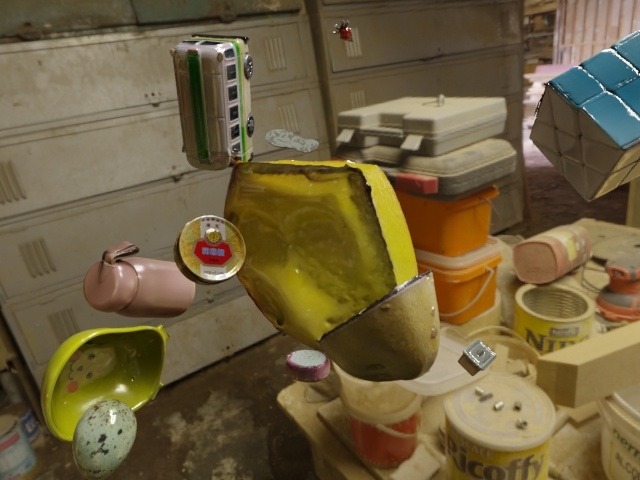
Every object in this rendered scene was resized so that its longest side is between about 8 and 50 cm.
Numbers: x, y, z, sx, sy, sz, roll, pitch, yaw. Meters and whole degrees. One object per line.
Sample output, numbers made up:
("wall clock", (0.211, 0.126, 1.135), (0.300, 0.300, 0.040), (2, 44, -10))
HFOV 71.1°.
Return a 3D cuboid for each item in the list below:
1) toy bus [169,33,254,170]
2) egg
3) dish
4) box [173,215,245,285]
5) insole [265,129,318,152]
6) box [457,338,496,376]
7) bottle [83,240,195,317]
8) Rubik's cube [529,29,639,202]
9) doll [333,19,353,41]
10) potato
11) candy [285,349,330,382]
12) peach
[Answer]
("toy bus", (-0.250, -0.316, 1.063), (0.143, 0.305, 0.179), (7, 30, 8))
("egg", (-0.318, 0.292, 0.659), (0.085, 0.110, 0.085), (4, -11, 1))
("dish", (-0.446, 0.261, 0.907), (0.108, 0.221, 0.262), (16, 11, 28))
("box", (-0.168, 0.016, 0.679), (0.106, 0.105, 0.037), (-26, -2, -38))
("insole", (-0.081, -0.271, 1.221), (0.193, 0.006, 0.065), (24, 64, 36))
("box", (0.529, 0.401, 1.523), (0.122, 0.062, 0.089), (-17, 52, -45))
("bottle", (-0.502, 0.116, 1.257), (0.173, 0.206, 0.297), (25, 1, 25))
("Rubik's cube", (0.631, -0.258, 0.968), (0.225, 0.221, 0.231), (-30, 65, 1))
("doll", (0.086, -0.741, 1.597), (0.039, 0.057, 0.114), (35, 8, 27))
("potato", (0.099, 0.131, 0.603), (0.182, 0.117, 0.202), (-21, -15, -35))
("candy", (-0.029, 0.285, 1.018), (0.103, 0.043, 0.103), (3, 10, -1))
("peach", (0.000, 0.000, 0.831), (0.306, 0.380, 0.242), (-23, 5, 16))
